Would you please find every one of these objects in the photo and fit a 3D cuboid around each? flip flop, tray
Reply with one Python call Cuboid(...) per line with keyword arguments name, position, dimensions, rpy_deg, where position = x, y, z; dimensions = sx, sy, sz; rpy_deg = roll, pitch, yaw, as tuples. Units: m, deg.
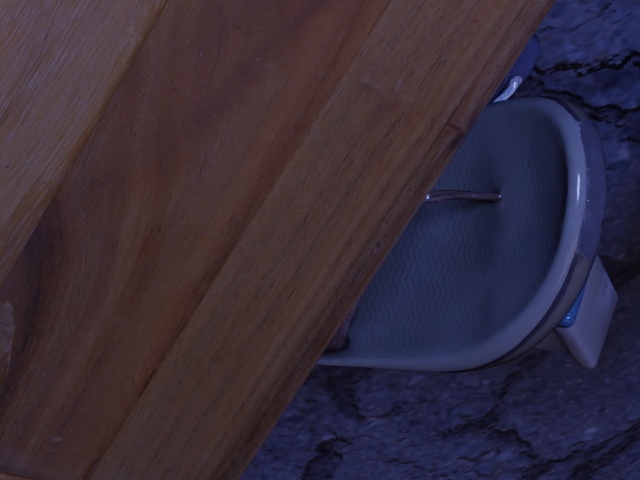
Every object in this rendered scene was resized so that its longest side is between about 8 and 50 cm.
Cuboid(name="flip flop", position=(0.000, 0.000, 0.678), dimensions=(0.277, 0.112, 0.080), rpy_deg=(-5, 169, 40))
Cuboid(name="tray", position=(-0.025, -0.095, 0.485), dimensions=(0.202, 0.076, 0.411), rpy_deg=(20, 111, -38))

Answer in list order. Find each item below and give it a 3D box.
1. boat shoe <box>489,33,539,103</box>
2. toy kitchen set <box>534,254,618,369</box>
Cuboid(name="boat shoe", position=(0.049, -0.026, 0.763), dimensions=(0.065, 0.075, 0.206), rpy_deg=(2, 132, -20))
Cuboid(name="toy kitchen set", position=(0.151, -0.051, 0.748), dimensions=(0.166, 0.207, 0.122), rpy_deg=(7, 156, 34))
